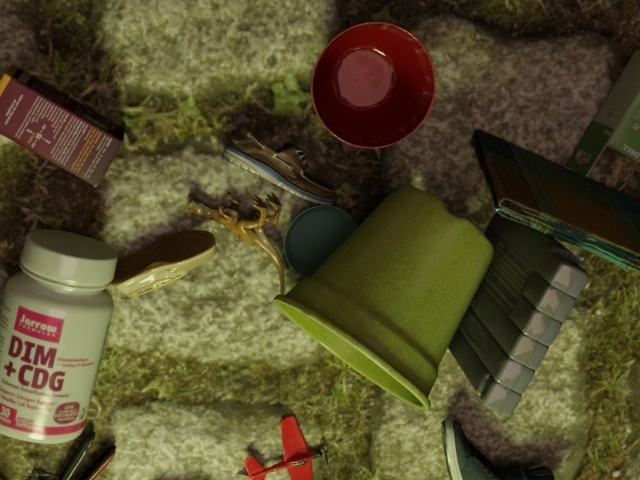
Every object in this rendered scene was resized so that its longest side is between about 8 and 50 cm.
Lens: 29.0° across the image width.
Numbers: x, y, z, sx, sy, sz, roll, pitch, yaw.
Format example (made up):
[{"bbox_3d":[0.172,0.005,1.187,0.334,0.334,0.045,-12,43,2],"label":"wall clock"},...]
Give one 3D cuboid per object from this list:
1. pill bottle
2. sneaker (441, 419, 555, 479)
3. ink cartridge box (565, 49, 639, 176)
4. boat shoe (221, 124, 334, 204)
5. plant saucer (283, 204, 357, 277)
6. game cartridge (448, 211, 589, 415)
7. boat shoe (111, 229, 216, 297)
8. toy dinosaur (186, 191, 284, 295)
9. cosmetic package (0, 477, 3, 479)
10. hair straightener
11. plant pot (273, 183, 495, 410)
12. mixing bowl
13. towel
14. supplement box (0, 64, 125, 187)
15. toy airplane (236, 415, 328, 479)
[{"bbox_3d":[-0.393,0.137,1.807,0.160,0.160,0.283,13,102,-11],"label":"pill bottle"},{"bbox_3d":[0.287,0.366,1.992,0.163,0.086,0.226,-15,116,7],"label":"sneaker"},{"bbox_3d":[0.464,-0.181,1.871,0.062,0.109,0.209,29,99,-13],"label":"ink cartridge box"},{"bbox_3d":[-0.052,-0.112,1.840,0.183,0.066,0.066,25,95,-16],"label":"boat shoe"},{"bbox_3d":[0.000,0.000,1.893,0.119,0.021,0.119,-5,111,-13],"label":"plant saucer"},{"bbox_3d":[0.270,0.089,1.786,0.068,0.355,0.230,30,99,-12],"label":"game cartridge"},{"bbox_3d":[-0.231,0.037,1.860,0.170,0.063,0.059,-20,139,5],"label":"boat shoe"},{"bbox_3d":[-0.102,-0.014,1.871,0.211,0.064,0.112,38,118,-8],"label":"toy dinosaur"},{"bbox_3d":[-0.598,0.439,1.875,0.238,0.127,0.107,-39,105,5],"label":"cosmetic package"},{"bbox_3d":[-0.423,0.384,1.933,0.089,0.047,0.230,40,100,-15],"label":"hair straightener"},{"bbox_3d":[0.115,0.068,1.819,0.276,0.276,0.254,39,81,-15],"label":"plant pot"},{"bbox_3d":[0.070,-0.231,1.809,0.181,0.098,0.181,-2,104,-7],"label":"mixing bowl"},{"bbox_3d":[0.401,-0.035,1.820,0.370,0.271,0.040,22,113,-12],"label":"towel"},{"bbox_3d":[-0.379,-0.164,1.761,0.188,0.104,0.081,30,99,-14],"label":"supplement box"},{"bbox_3d":[-0.060,0.357,1.979,0.151,0.028,0.151,-2,106,-8],"label":"toy airplane"}]
